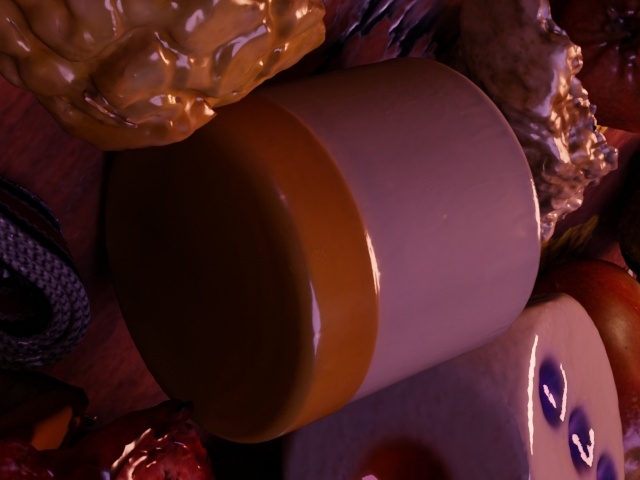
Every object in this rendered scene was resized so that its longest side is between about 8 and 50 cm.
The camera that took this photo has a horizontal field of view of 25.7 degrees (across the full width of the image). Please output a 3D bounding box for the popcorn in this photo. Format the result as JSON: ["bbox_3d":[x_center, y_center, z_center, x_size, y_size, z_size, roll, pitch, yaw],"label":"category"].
[{"bbox_3d":[-0.098,-0.174,0.778,0.250,0.190,0.250,-8,90,-68],"label":"popcorn"}]

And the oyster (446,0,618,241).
[{"bbox_3d":[0.166,-0.084,1.206,0.110,0.166,0.341,-43,162,-23],"label":"oyster"}]

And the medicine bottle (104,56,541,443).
[{"bbox_3d":[0.000,0.000,1.012,0.232,0.238,0.238,-17,134,-38],"label":"medicine bottle"}]

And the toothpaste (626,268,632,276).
[{"bbox_3d":[0.351,0.114,1.661,0.057,0.035,0.197,-46,146,-32],"label":"toothpaste"}]

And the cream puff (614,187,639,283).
[{"bbox_3d":[0.396,-0.008,1.497,0.169,0.183,0.183,-40,145,9],"label":"cream puff"}]

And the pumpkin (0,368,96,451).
[{"bbox_3d":[-0.284,0.174,1.008,0.278,0.111,0.163,-52,161,15],"label":"pumpkin"}]

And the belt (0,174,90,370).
[{"bbox_3d":[-0.242,-0.043,0.841,0.126,0.094,0.359,-37,142,-12],"label":"belt"}]

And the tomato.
[{"bbox_3d":[0.280,0.176,1.464,0.303,0.239,0.303,-31,145,-25],"label":"tomato"}]

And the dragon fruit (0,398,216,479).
[{"bbox_3d":[-0.193,0.219,0.983,0.286,0.228,0.329,-70,160,-56],"label":"dragon fruit"}]

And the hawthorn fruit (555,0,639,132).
[{"bbox_3d":[0.309,-0.183,1.289,0.165,0.165,0.285,-65,165,21],"label":"hawthorn fruit"}]

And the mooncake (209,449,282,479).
[{"bbox_3d":[-0.092,0.297,1.291,0.228,0.124,0.228,-27,135,-31],"label":"mooncake"}]

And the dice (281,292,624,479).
[{"bbox_3d":[0.123,0.194,1.247,0.251,0.243,0.259,-14,93,-61],"label":"dice"}]
